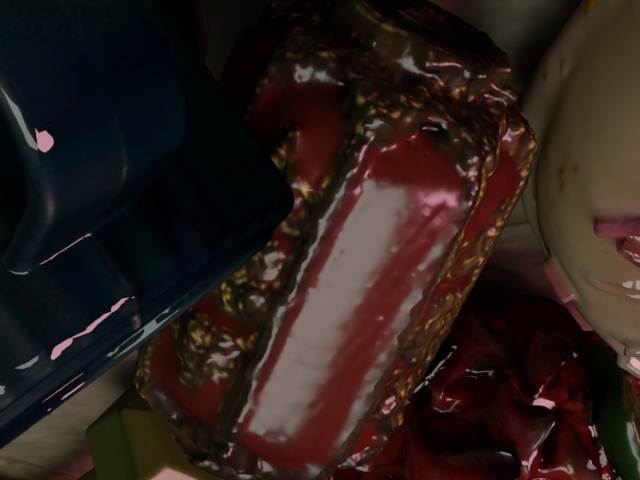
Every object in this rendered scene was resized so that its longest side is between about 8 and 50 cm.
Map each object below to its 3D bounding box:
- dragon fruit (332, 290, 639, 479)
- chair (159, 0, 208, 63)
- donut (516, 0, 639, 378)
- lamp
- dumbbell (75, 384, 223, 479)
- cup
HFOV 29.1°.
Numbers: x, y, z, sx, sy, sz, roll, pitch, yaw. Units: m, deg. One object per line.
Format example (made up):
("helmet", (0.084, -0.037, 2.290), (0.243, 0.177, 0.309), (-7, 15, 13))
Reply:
("dragon fruit", (0.085, 0.152, 0.813), (0.234, 0.234, 0.293), (35, 122, -30))
("chair", (-0.017, -0.184, 0.521), (0.145, 0.140, 0.221), (-1, 140, 2))
("donut", (0.296, -0.036, 0.659), (0.383, 0.142, 0.382), (1, 137, 1))
("lamp", (0.000, 0.000, 0.659), (0.177, 0.177, 0.274), (17, 114, -14))
("dumbbell", (-0.185, 0.211, 0.973), (0.121, 0.108, 0.302), (31, 130, -26))
("cup", (-0.161, -0.075, 0.479), (0.308, 0.242, 0.292), (-36, 90, 33))
